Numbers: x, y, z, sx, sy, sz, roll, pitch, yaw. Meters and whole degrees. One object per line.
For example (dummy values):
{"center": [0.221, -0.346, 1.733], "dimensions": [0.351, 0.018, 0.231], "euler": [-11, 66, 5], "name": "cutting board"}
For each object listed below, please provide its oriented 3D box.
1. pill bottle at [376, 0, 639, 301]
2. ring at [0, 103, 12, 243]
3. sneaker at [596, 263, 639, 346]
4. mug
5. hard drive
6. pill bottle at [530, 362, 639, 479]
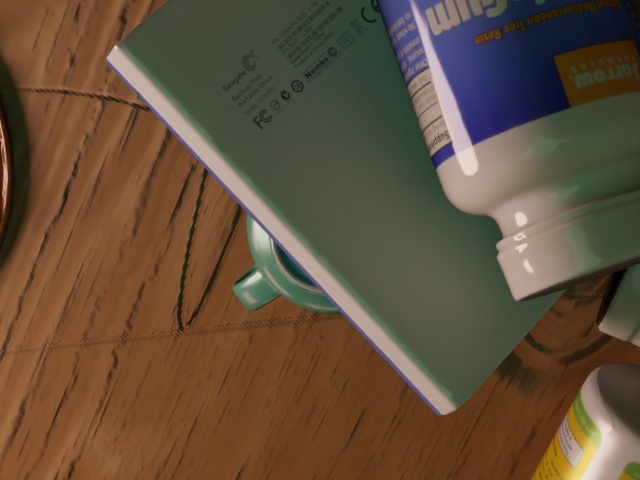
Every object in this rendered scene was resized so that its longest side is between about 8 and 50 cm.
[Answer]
{"center": [0.131, -0.107, 1.080], "dimensions": [0.152, 0.152, 0.272], "euler": [-22, 82, 20], "name": "pill bottle"}
{"center": [-0.402, -0.069, 1.337], "dimensions": [0.337, 0.032, 0.336], "euler": [4, 108, 14], "name": "ring"}
{"center": [0.291, -0.042, 1.119], "dimensions": [0.123, 0.106, 0.290], "euler": [23, 122, 5], "name": "sneaker"}
{"center": [0.009, -0.001, 1.215], "dimensions": [0.129, 0.097, 0.157], "euler": [19, 111, 8], "name": "mug"}
{"center": [0.041, -0.069, 1.142], "dimensions": [0.318, 0.210, 0.040], "euler": [47, 154, -3], "name": "hard drive"}
{"center": [0.200, 0.222, 1.218], "dimensions": [0.136, 0.136, 0.245], "euler": [27, 113, 5], "name": "pill bottle"}
